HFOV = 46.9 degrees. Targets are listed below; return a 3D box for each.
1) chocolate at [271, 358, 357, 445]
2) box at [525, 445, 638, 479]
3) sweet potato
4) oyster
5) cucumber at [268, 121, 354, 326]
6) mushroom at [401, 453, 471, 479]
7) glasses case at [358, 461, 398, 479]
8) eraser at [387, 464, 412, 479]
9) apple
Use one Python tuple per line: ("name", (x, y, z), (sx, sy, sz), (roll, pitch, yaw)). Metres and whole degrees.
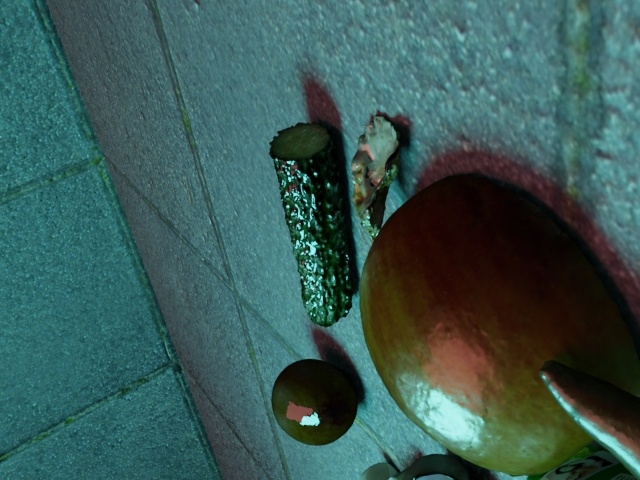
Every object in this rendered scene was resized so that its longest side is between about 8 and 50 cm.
("chocolate", (-0.007, 0.304, 1.367), (0.177, 0.177, 0.176), (48, 154, 33))
("box", (0.325, 0.337, 0.737), (0.250, 0.103, 0.180), (63, 158, -2))
("sweet potato", (0.284, 0.177, 0.593), (0.244, 0.077, 0.077), (24, 143, 21))
("oyster", (0.065, -0.076, 0.877), (0.121, 0.045, 0.146), (123, 150, -72))
("cucumber", (0.000, 0.000, 1.092), (0.096, 0.096, 0.359), (40, 152, 44))
("mushroom", (0.186, 0.392, 1.097), (0.117, 0.141, 0.188), (-83, -20, -65))
("glasses case", (0.147, 0.505, 1.354), (0.204, 0.081, 0.051), (53, 158, 19))
("eraser", (0.207, 0.549, 1.206), (0.343, 0.078, 0.144), (51, 126, 25))
("apple", (0.160, 0.074, 0.773), (0.179, 0.254, 0.346), (19, -155, -52))
